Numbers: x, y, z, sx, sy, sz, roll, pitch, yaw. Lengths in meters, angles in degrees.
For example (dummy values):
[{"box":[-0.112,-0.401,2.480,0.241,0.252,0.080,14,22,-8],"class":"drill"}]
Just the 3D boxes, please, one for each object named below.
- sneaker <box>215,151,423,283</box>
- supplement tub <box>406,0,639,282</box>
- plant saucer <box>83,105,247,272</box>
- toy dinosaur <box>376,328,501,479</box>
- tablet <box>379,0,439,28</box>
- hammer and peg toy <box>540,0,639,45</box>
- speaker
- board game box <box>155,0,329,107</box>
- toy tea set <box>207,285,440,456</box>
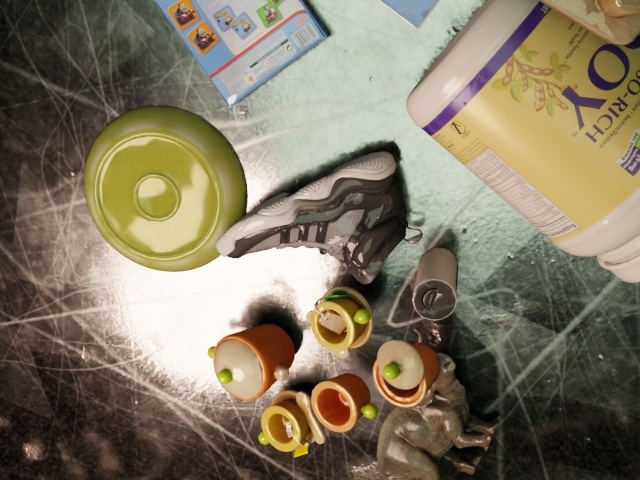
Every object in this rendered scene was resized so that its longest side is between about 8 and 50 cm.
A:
[{"box":[0.000,0.000,1.151,0.268,0.101,0.153,-25,98,14],"class":"sneaker"},{"box":[0.290,-0.134,0.986,0.331,0.241,0.241,40,109,-3],"class":"supplement tub"},{"box":[-0.222,-0.064,1.208,0.241,0.037,0.241,3,107,9],"class":"plant saucer"},{"box":[0.149,0.276,1.222,0.160,0.121,0.314,28,115,14],"class":"toy dinosaur"},{"box":[0.105,-0.310,1.089,0.083,0.006,0.054,37,110,-1],"class":"tablet"},{"box":[0.197,-0.379,0.781,0.361,0.127,0.266,31,100,-2],"class":"hammer and peg toy"},{"box":[0.149,0.054,1.124,0.055,0.136,0.055,3,107,9],"class":"speaker"},{"box":[-0.113,-0.304,1.113,0.160,0.039,0.211,-32,99,17],"class":"board game box"},{"box":[-0.010,0.178,1.143,0.336,0.124,0.200,-30,87,38],"class":"toy tea set"}]
